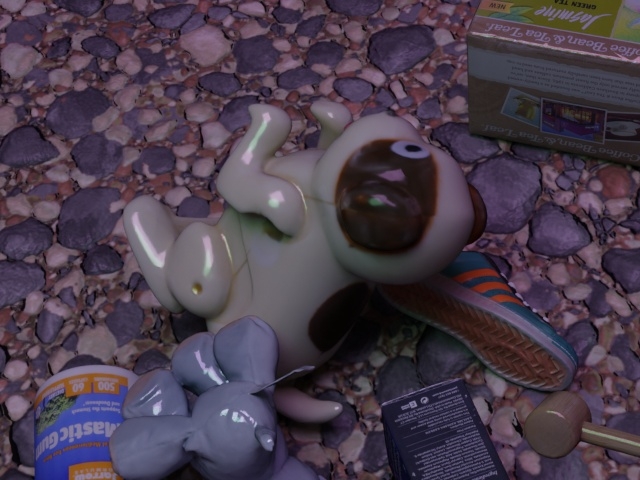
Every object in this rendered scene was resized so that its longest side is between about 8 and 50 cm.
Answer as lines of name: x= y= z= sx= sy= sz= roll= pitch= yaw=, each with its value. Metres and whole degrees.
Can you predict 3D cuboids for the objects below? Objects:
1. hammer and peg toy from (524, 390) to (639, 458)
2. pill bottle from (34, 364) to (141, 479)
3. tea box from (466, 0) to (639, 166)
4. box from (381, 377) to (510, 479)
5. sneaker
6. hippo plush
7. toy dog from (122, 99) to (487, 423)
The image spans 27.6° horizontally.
hammer and peg toy: x=0.305 y=0.349 z=1.335 sx=0.266 sy=0.361 sz=0.127 roll=1 pitch=14 yaw=37
pill bottle: x=-0.276 y=0.303 z=1.605 sx=0.152 sy=0.152 sz=0.272 roll=-11 pitch=50 yaw=-1
tea box: x=0.420 y=-0.310 z=1.956 sx=0.329 sy=0.220 sz=0.323 roll=12 pitch=55 yaw=17
box: x=0.159 y=0.297 z=1.550 sx=0.108 sy=0.153 sz=0.207 roll=-18 pitch=51 yaw=-6
sneaker: x=0.225 y=0.082 z=1.741 sx=0.302 sy=0.108 sz=0.121 roll=32 pitch=49 yaw=19
hippo plush: x=-0.077 y=0.246 z=1.559 sx=0.294 sy=0.236 sz=0.234 roll=-12 pitch=35 yaw=34
toy dog: x=0.000 y=0.000 z=1.633 sx=0.408 sy=0.284 sz=0.395 roll=-32 pitch=63 yaw=35
